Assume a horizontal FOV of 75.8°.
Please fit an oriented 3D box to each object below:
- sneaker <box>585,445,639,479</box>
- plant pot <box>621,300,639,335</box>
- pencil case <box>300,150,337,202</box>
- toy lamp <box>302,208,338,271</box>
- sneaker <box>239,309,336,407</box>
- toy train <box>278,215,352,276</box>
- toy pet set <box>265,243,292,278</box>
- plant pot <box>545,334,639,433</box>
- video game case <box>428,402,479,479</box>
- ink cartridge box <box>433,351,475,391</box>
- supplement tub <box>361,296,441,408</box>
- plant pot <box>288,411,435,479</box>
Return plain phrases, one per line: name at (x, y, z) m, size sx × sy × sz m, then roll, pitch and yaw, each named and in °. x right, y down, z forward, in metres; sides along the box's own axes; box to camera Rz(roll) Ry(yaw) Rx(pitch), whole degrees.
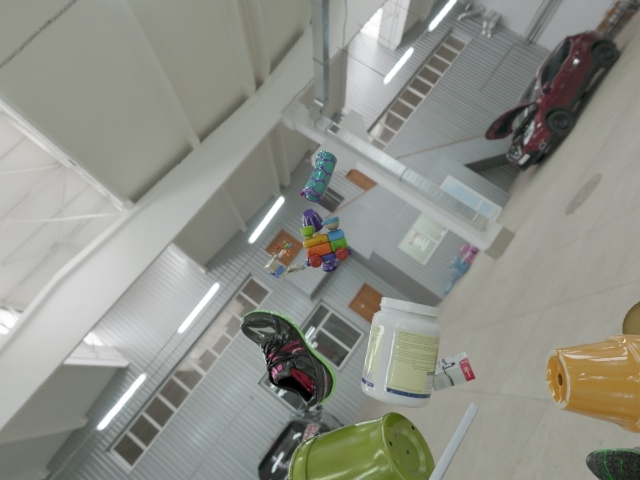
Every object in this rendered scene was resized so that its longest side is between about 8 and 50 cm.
sneaker at (1.049, 0.754, 1.361) m, size 0.146 × 0.343 × 0.134 m, roll 95°, pitch -178°, yaw -81°
plant pot at (1.180, 0.307, 1.445) m, size 0.236 × 0.236 × 0.032 m, roll -56°, pitch -3°, yaw 9°
pencil case at (-0.004, -0.192, 1.242) m, size 0.064 × 0.070 × 0.152 m, roll 82°, pitch -153°, yaw -66°
toy lamp at (0.000, 0.000, 1.511) m, size 0.080 × 0.080 × 0.275 m, roll -49°, pitch -43°, yaw -26°
sneaker at (-0.144, 0.462, 1.649) m, size 0.185 × 0.482 × 0.202 m, roll -57°, pitch -14°, yaw 24°
toy train at (-0.035, 0.017, 1.334) m, size 0.247 × 0.144 × 0.105 m, roll -15°, pitch 1°, yaw -4°
toy pet set at (-0.142, 0.077, 1.518) m, size 0.114 × 0.065 × 0.122 m, roll -54°, pitch 22°, yaw -22°
plant pot at (0.618, 0.309, 0.907) m, size 0.205 × 0.187 × 0.205 m, roll 1°, pitch -90°, yaw -82°
video game case at (0.318, 0.524, 1.015) m, size 0.212 × 0.023 × 0.193 m, roll -45°, pitch -31°, yaw -27°
ink cartridge box at (0.469, 0.473, 1.487) m, size 0.150 × 0.063 × 0.109 m, roll -23°, pitch 3°, yaw 13°
supplement tub at (0.278, 0.371, 1.398) m, size 0.235 × 0.235 × 0.325 m, roll 47°, pitch -126°, yaw -79°
plant pot at (0.151, 0.723, 1.280) m, size 0.353 × 0.366 × 0.366 m, roll -44°, pitch -6°, yaw 24°
